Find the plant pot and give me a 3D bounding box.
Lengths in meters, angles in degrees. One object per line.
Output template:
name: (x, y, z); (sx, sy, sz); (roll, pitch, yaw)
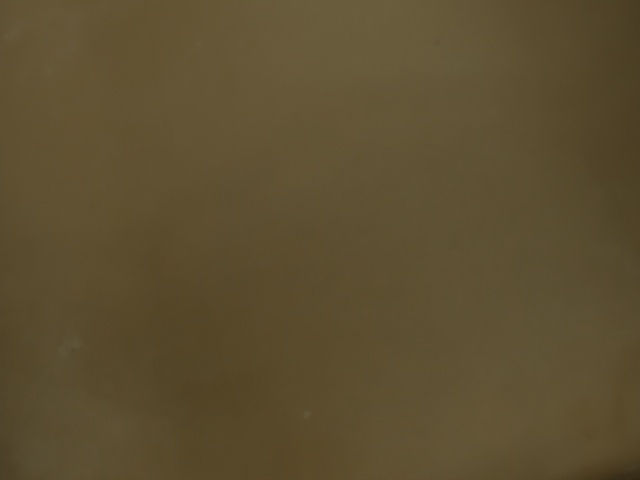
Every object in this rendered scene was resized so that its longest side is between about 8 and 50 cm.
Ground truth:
plant pot: (0.000, 0.000, 0.538); (0.323, 0.323, 0.280); (-19, 87, 2)
